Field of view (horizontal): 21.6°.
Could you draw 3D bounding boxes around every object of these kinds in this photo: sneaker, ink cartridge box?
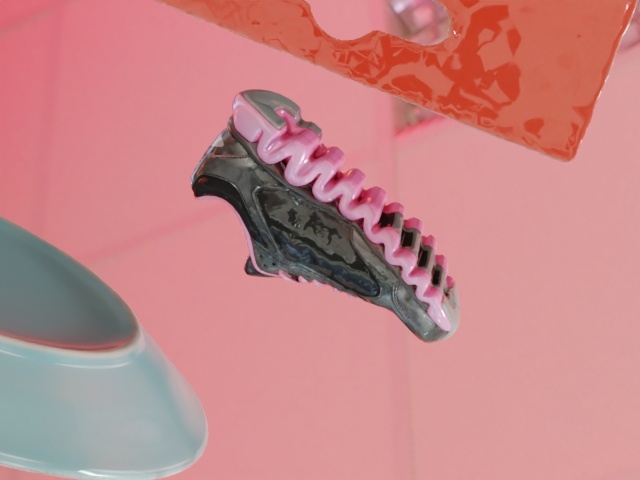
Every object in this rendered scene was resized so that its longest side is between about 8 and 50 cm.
[{"bbox_3d":[0.000,0.000,0.627,0.119,0.047,0.057,45,-73,2],"label":"sneaker"},{"bbox_3d":[0.070,-0.275,0.894,0.308,0.091,0.385,22,-90,3],"label":"ink cartridge box"}]

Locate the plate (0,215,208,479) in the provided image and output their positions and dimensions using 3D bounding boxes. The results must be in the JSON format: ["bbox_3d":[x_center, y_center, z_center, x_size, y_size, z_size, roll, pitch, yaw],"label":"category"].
[{"bbox_3d":[-0.113,0.011,0.479,0.188,0.188,0.024,37,-75,45],"label":"plate"}]
